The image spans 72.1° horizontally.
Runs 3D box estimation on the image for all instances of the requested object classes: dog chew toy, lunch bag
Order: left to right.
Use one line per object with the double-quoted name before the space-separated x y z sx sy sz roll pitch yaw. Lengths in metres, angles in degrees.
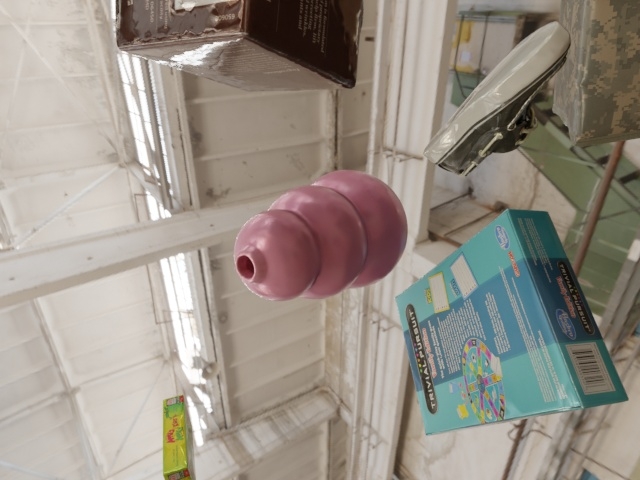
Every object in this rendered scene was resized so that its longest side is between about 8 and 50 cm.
"dog chew toy" 0.000 0.000 0.700 0.331 0.206 0.207 -21 -53 -51
"lunch bag" 0.485 -0.281 0.585 0.169 0.286 0.236 -74 -27 -49

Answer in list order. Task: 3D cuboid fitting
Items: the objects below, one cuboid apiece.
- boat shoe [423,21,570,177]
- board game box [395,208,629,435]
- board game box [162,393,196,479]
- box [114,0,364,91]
"boat shoe" 0.189 -0.133 0.463 0.078 0.070 0.219 -54 1 -18
"board game box" 0.249 0.146 0.680 0.079 0.254 0.336 1 -28 -20
"board game box" -0.273 0.399 0.848 0.043 0.181 0.092 -12 -63 -14
"box" -0.072 -0.259 0.453 0.203 0.166 0.169 -8 -75 -59
